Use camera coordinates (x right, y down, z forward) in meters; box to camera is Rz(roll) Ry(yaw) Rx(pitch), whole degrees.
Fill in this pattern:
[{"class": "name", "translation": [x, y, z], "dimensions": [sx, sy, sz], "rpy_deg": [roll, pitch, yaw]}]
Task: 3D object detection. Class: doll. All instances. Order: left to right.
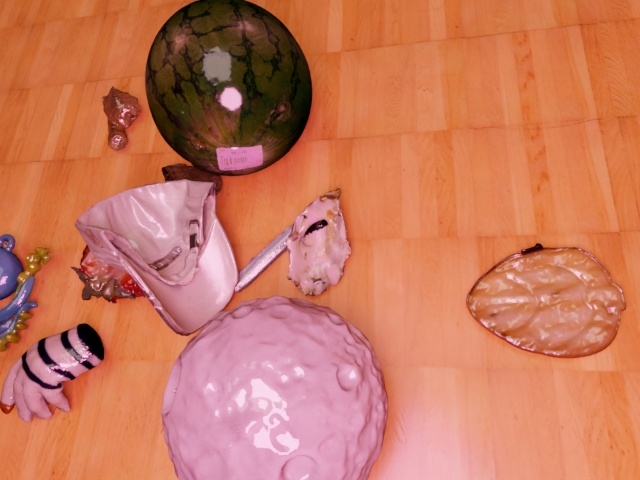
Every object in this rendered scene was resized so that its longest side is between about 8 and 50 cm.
[{"class": "doll", "translation": [-0.792, 0.131, 1.082], "dimensions": [0.346, 0.099, 0.341], "rpy_deg": [17, 71, 22]}]

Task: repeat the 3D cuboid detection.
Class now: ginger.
[{"class": "ginger", "translation": [-0.494, -0.305, 1.216], "dimensions": [0.096, 0.067, 0.165], "rpy_deg": [-14, 78, 7]}]

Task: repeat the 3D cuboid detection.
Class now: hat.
[{"class": "hat", "translation": [-0.297, 0.034, 0.932], "dimensions": [0.168, 0.258, 0.301], "rpy_deg": [-15, 103, 41]}]

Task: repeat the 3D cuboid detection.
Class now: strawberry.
[{"class": "strawberry", "translation": [-0.414, 0.022, 1.037], "dimensions": [0.174, 0.098, 0.228], "rpy_deg": [5, 67, 4]}]

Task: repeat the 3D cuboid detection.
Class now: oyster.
[{"class": "oyster", "translation": [-0.008, 0.005, 0.976], "dimensions": [0.133, 0.072, 0.209], "rpy_deg": [-9, 86, 2]}]

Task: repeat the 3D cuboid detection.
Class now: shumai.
[{"class": "shumai", "translation": [-0.295, -0.121, 1.090], "dimensions": [0.123, 0.105, 0.139], "rpy_deg": [-21, 67, -45]}]

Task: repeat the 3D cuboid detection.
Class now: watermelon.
[{"class": "watermelon", "translation": [-0.185, -0.316, 1.004], "dimensions": [0.363, 0.363, 0.363], "rpy_deg": [-5, 67, 11]}]

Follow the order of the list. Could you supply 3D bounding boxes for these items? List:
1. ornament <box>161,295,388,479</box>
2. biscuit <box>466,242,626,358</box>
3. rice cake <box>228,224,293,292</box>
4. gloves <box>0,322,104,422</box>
[{"class": "ornament", "translation": [-0.075, 0.249, 0.729], "dimensions": [0.337, 0.337, 0.337], "rpy_deg": [-5, 67, 11]}, {"class": "biscuit", "translation": [0.391, 0.105, 0.854], "dimensions": [0.260, 0.041, 0.203], "rpy_deg": [-5, 70, 12]}, {"class": "rice cake", "translation": [-0.117, 0.036, 1.002], "dimensions": [0.180, 0.030, 0.042], "rpy_deg": [-43, 74, -7]}, {"class": "gloves", "translation": [-0.539, 0.262, 0.956], "dimensions": [0.219, 0.131, 0.140], "rpy_deg": [-32, 62, -12]}]
